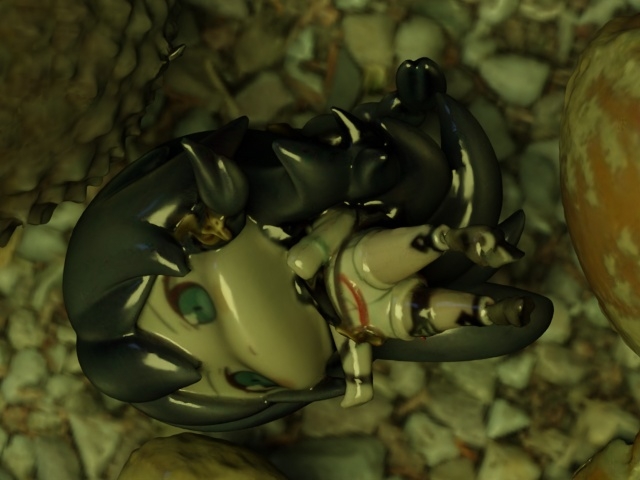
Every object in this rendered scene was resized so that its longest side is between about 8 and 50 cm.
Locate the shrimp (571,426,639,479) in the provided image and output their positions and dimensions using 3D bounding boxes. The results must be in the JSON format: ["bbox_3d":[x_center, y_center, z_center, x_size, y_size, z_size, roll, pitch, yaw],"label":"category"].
[{"bbox_3d":[0.179,0.237,1.056,0.154,0.062,0.294,23,104,21],"label":"shrimp"}]

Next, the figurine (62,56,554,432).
[{"bbox_3d":[-0.007,0.009,0.973,0.265,0.197,0.175,-9,102,19],"label":"figurine"}]

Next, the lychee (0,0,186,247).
[{"bbox_3d":[-0.218,-0.120,0.965,0.300,0.300,0.300,3,103,13],"label":"lychee"}]

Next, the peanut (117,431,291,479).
[{"bbox_3d":[-0.027,0.205,1.046,0.123,0.123,0.256,-31,112,18],"label":"peanut"}]

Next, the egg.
[{"bbox_3d":[0.219,-0.014,0.908,0.245,0.203,0.203,42,109,-17],"label":"egg"}]
